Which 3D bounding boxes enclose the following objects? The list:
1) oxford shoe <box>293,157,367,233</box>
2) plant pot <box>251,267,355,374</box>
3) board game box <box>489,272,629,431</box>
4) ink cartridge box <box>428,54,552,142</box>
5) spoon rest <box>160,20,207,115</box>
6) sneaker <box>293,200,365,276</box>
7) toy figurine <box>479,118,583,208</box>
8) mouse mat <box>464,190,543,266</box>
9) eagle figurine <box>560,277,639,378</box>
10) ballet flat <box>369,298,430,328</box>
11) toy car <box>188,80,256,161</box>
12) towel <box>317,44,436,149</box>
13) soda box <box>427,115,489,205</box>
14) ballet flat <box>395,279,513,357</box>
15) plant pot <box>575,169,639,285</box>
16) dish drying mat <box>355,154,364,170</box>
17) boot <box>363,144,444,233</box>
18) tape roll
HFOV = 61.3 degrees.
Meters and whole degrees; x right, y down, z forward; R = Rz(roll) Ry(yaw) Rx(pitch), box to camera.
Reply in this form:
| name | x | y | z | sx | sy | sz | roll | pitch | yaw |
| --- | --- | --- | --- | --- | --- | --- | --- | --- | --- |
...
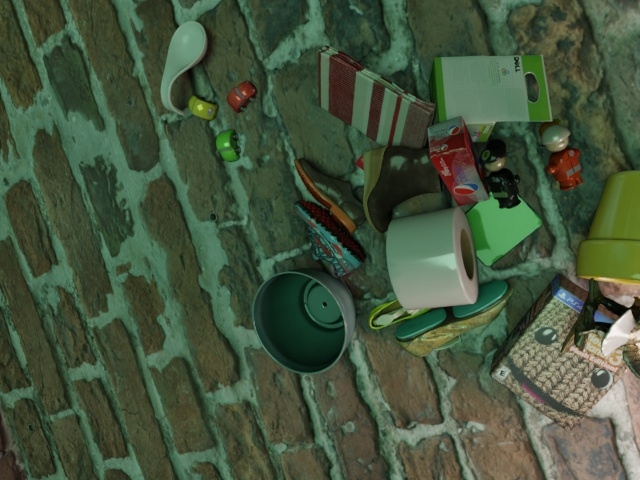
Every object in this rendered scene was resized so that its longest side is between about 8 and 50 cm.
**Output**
| name | x | y | z | sx | sy | sz | roll | pitch | yaw |
| --- | --- | --- | --- | --- | --- | --- | --- | --- | --- |
| oxford shoe | 0.031 | -0.144 | 1.530 | 0.098 | 0.097 | 0.271 | -41 | 80 | -4 |
| plant pot | -0.019 | 0.205 | 1.539 | 0.293 | 0.196 | 0.292 | 7 | 106 | 27 |
| board game box | 0.602 | 0.272 | 1.331 | 0.232 | 0.141 | 0.291 | 34 | 111 | 13 |
| ink cartridge box | 0.398 | -0.337 | 1.289 | 0.255 | 0.097 | 0.188 | -1 | 71 | 2 |
| spoon rest | -0.415 | -0.519 | 1.614 | 0.137 | 0.084 | 0.276 | 23 | 101 | 28 |
| sneaker | 0.000 | 0.000 | 1.549 | 0.262 | 0.104 | 0.125 | 47 | 115 | 8 |
| toy figurine | 0.482 | -0.188 | 1.253 | 0.213 | 0.209 | 0.148 | -19 | 105 | 25 |
| mouse mat | 0.456 | -0.041 | 1.405 | 0.190 | 0.007 | 0.152 | -44 | 82 | 23 |
| eagle figurine | 0.692 | 0.185 | 1.114 | 0.299 | 0.226 | 0.225 | 19 | 65 | 17 |
| ballet flat | 0.232 | 0.190 | 1.503 | 0.231 | 0.077 | 0.077 | -29 | 89 | 24 |
| toy car | -0.292 | -0.349 | 1.628 | 0.239 | 0.053 | 0.224 | -7 | 97 | 24 |
| towel | 0.133 | -0.342 | 1.383 | 0.329 | 0.237 | 0.037 | 34 | 71 | 13 |
| soda box | 0.332 | -0.179 | 1.287 | 0.084 | 0.263 | 0.092 | -12 | 63 | 24 |
| ballet flat | 0.369 | 0.218 | 1.444 | 0.349 | 0.123 | 0.123 | -30 | 88 | 24 |
| plant pot | 0.711 | -0.022 | 1.186 | 0.254 | 0.254 | 0.238 | 7 | 87 | 21 |
| dish drying mat | 0.137 | -0.202 | 1.504 | 0.083 | 0.008 | 0.032 | 38 | 113 | 11 |
| boot | 0.216 | -0.126 | 1.407 | 0.207 | 0.090 | 0.248 | 6 | 117 | 33 |
| tape roll | 0.287 | 0.047 | 1.358 | 0.169 | 0.246 | 0.246 | -11 | 96 | 27 |
